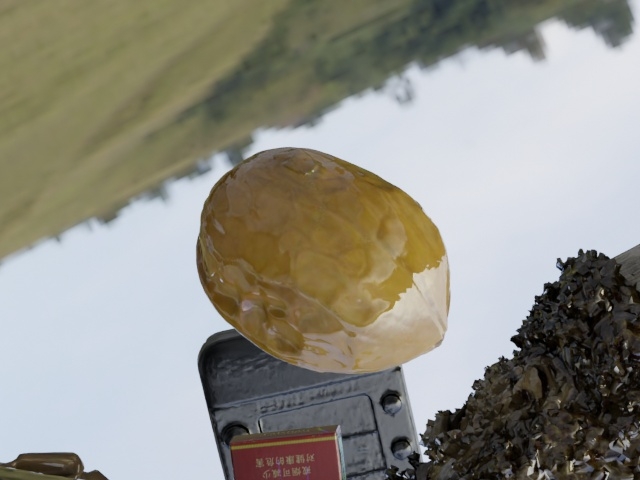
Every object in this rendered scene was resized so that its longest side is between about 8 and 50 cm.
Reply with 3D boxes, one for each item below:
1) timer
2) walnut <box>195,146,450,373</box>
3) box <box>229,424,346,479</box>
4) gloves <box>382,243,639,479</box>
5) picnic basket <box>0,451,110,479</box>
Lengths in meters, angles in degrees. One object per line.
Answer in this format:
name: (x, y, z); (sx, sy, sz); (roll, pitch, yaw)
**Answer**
timer: (-0.002, 0.144, 1.343); (0.144, 0.187, 0.055); (-12, -168, 1)
walnut: (0.000, 0.000, 0.753); (0.121, 0.052, 0.091); (30, -120, 26)
box: (-0.012, 0.130, 0.869); (0.051, 0.082, 0.023); (-7, -177, 7)
gloves: (0.150, 0.094, 1.003); (0.312, 0.135, 0.210); (-46, -166, 8)
picnic basket: (-0.189, 0.220, 0.839); (0.321, 0.254, 0.291); (3, -178, 40)
